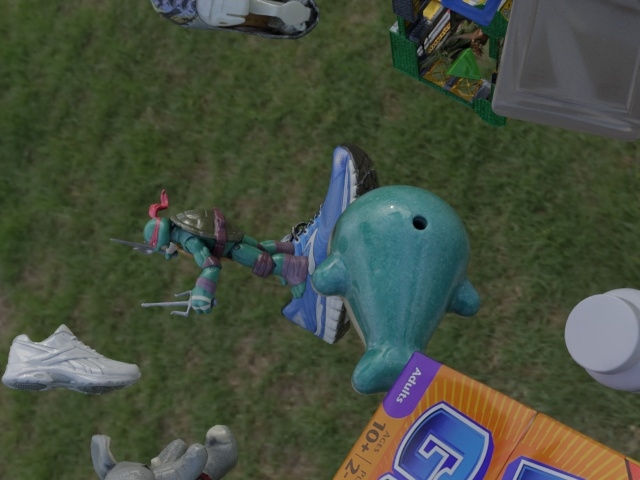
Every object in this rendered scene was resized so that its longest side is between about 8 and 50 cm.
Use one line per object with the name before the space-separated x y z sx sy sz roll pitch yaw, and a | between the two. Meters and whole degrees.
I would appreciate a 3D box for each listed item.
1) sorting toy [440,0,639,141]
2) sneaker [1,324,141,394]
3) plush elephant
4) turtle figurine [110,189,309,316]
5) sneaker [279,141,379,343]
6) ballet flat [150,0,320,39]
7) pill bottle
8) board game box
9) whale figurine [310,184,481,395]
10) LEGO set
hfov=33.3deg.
sorting toy | 0.303 -0.225 1.236 0.347 0.047 0.196 11 97 -2
sneaker | -0.421 0.201 1.836 0.090 0.232 0.115 138 136 -60
plush elephant | -0.244 0.416 1.708 0.330 0.255 0.272 -28 51 -8
turtle figurine | -0.139 0.018 1.339 0.175 0.234 0.118 -109 33 -57
sneaker | 0.000 0.000 1.718 0.147 0.130 0.330 17 108 15
ballet flat | -0.046 -0.143 0.646 0.041 0.114 0.041 2 92 51
pill bottle | 0.389 0.125 1.311 0.124 0.221 0.124 -11 72 37
board game box | 0.212 0.396 1.113 0.356 0.356 0.356 24 77 48
whale figurine | 0.098 0.054 1.291 0.141 0.216 0.272 117 161 -57
LEGO set | 0.229 -0.341 1.524 0.255 0.331 0.192 28 71 28
